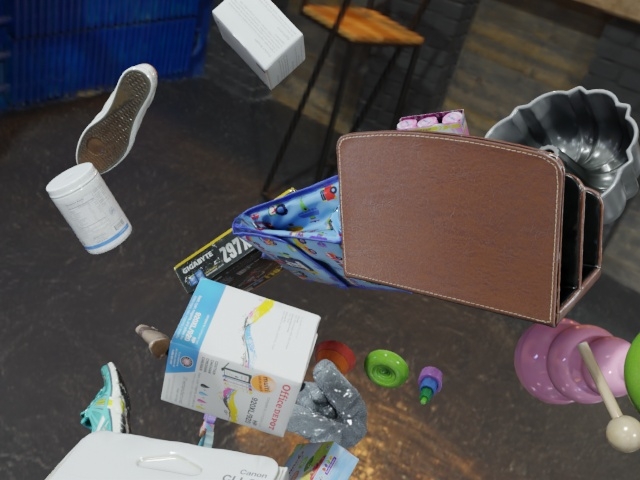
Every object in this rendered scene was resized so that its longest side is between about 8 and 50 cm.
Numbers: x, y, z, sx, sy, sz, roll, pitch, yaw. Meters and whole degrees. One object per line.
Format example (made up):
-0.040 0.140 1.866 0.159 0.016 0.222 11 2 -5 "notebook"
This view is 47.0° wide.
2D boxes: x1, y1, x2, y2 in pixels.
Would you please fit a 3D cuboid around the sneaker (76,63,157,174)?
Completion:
-0.449 -0.274 1.671 0.106 0.290 0.123 35 22 -14 "sneaker"

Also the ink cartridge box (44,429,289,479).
-0.181 0.451 0.898 0.279 0.384 0.160 4 23 15 "ink cartridge box"

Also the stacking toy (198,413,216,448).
-0.222 0.376 1.468 0.167 0.052 0.221 21 34 -16 "stacking toy"

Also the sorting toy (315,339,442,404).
0.138 0.374 1.971 0.366 0.127 0.126 9 34 19 "sorting toy"

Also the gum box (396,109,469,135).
0.310 -0.291 2.037 0.188 0.107 0.062 -4 41 25 "gum box"

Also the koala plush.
0.002 0.412 1.820 0.203 0.196 0.221 41 -11 -11 "koala plush"

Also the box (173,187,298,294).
-0.137 0.022 1.681 0.079 0.322 0.257 59 10 15 "box"

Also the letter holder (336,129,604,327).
0.184 -0.048 0.934 0.302 0.214 0.152 12 28 37 "letter holder"

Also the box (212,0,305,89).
-0.138 -0.470 1.700 0.181 0.119 0.182 48 -2 2 "box"

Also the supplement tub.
-0.307 -0.042 0.982 0.071 0.107 0.071 -20 28 11 "supplement tub"

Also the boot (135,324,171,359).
-0.328 0.194 1.437 0.087 0.042 0.118 33 -10 24 "boot"

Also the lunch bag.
0.000 0.000 1.324 0.293 0.138 0.221 -7 -28 41 "lunch bag"

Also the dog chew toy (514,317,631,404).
0.591 0.279 1.670 0.207 0.206 0.332 4 -6 -19 "dog chew toy"

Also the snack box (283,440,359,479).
-0.031 0.491 1.456 0.070 0.207 0.174 38 63 -7 "snack box"

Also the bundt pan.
0.443 -0.122 1.371 0.124 0.331 0.331 41 13 -37 "bundt pan"

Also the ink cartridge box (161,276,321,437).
-0.140 0.210 1.320 0.233 0.171 0.168 18 40 -1 "ink cartridge box"

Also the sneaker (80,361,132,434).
-0.506 0.392 1.719 0.110 0.107 0.275 -13 36 -5 "sneaker"

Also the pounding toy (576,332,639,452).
0.514 0.197 1.046 0.237 0.110 0.183 -14 74 1 "pounding toy"
